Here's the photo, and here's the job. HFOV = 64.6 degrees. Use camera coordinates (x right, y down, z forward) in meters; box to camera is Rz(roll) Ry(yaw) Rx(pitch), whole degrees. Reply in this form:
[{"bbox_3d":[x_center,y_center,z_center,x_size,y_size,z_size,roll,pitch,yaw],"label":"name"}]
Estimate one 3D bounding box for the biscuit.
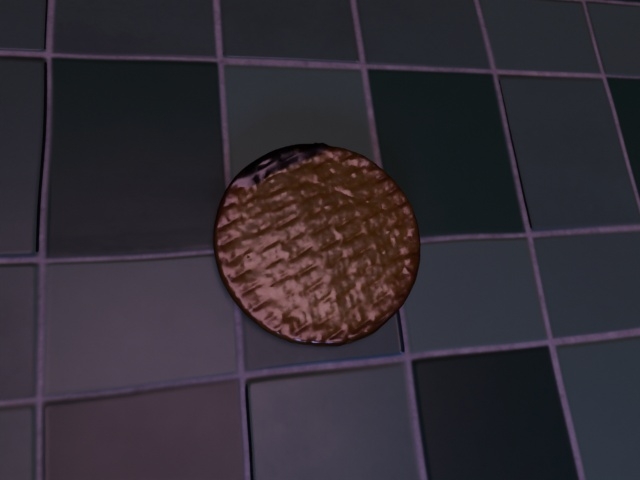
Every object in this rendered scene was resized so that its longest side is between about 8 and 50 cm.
[{"bbox_3d":[0.000,0.000,0.760,0.318,0.040,0.317,3,74,-11],"label":"biscuit"}]
